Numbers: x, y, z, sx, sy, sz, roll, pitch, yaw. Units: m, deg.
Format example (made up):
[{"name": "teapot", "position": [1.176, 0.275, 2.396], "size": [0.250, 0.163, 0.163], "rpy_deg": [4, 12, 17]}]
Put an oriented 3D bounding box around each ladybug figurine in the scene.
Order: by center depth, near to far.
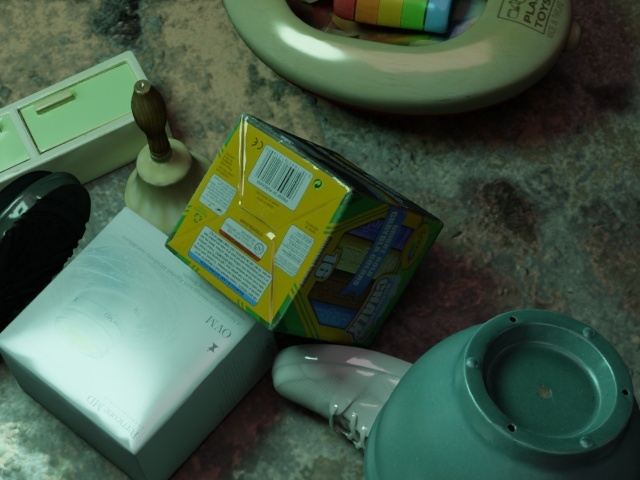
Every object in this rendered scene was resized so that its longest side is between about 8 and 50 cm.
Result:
[{"name": "ladybug figurine", "position": [0.100, -0.276, 2.118], "size": [0.449, 0.162, 0.305], "rpy_deg": [15, 63, 14]}]

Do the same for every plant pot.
[{"name": "plant pot", "position": [0.206, 0.193, 1.728], "size": [0.293, 0.196, 0.293], "rpy_deg": [7, 49, -8]}]

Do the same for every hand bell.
[{"name": "hand bell", "position": [-0.192, -0.114, 2.014], "size": [0.126, 0.242, 0.126], "rpy_deg": [-2, 62, 4]}]

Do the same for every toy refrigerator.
[{"name": "toy refrigerator", "position": [-0.330, -0.126, 2.118], "size": [0.269, 0.094, 0.102], "rpy_deg": [-25, 63, -8]}]

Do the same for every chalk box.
[{"name": "chalk box", "position": [0.000, 0.000, 1.932], "size": [0.180, 0.289, 0.179], "rpy_deg": [36, 98, 30]}]

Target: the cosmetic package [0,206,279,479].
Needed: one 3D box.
[{"name": "cosmetic package", "position": [-0.206, 0.124, 1.946], "size": [0.224, 0.138, 0.224], "rpy_deg": [35, 71, 22]}]

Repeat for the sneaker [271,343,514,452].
[{"name": "sneaker", "position": [0.067, 0.223, 1.882], "size": [0.293, 0.108, 0.169], "rpy_deg": [13, 61, 11]}]

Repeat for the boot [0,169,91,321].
[{"name": "boot", "position": [-0.456, -0.014, 1.998], "size": [0.348, 0.131, 0.260], "rpy_deg": [-45, 65, 9]}]
